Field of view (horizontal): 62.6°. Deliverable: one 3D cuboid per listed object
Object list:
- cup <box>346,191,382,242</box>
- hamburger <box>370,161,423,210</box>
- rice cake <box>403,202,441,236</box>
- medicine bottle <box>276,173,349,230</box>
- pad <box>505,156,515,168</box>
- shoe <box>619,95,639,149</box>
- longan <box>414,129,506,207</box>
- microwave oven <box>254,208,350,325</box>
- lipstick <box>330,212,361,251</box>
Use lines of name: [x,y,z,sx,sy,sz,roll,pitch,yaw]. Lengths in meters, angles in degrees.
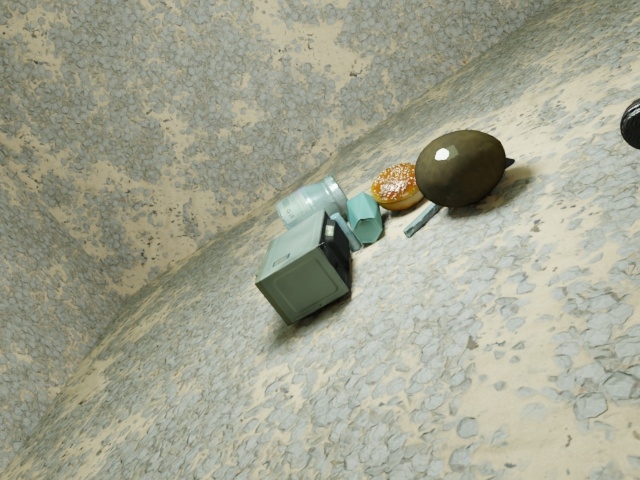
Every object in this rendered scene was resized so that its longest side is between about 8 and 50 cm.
cup: [0.174,-0.085,2.020,0.134,0.148,0.236,-7,21,2]
hamburger: [0.302,-0.207,2.026,0.237,0.147,0.237,-16,26,8]
rice cake: [0.356,-0.078,1.813,0.180,0.030,0.042,-42,20,-15]
medicine bottle: [-0.017,-0.134,2.340,0.290,0.245,0.245,-31,17,6]
pad: [0.545,-0.217,1.861,0.267,0.004,0.181,-36,17,3]
shoe: [0.914,-0.356,1.225,0.384,0.171,0.237,-17,32,44]
longan: [0.447,-0.232,1.694,0.300,0.243,0.300,-14,19,5]
microwave oven: [-0.040,0.091,1.818,0.286,0.218,0.355,-30,18,14]
lipstick: [0.094,-0.029,1.974,0.048,0.158,0.048,-33,18,12]
